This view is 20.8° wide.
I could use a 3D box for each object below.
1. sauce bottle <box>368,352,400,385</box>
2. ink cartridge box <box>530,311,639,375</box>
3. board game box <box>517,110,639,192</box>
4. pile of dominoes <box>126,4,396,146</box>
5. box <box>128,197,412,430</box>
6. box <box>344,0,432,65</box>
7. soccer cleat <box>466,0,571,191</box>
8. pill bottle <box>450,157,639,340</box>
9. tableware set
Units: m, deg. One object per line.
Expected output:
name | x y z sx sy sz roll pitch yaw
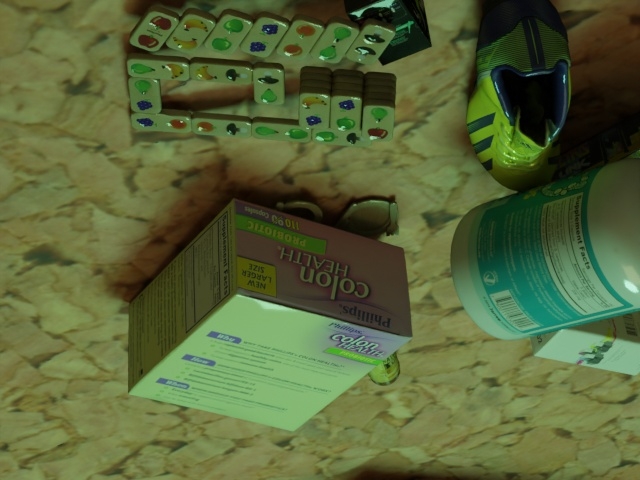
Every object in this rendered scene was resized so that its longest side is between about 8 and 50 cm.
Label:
sauce bottle | 0.063 0.123 2.034 0.042 0.042 0.128 -14 146 7
ink cartridge box | 0.289 0.081 1.975 0.181 0.104 0.061 13 138 -26
board game box | 0.314 -0.056 1.842 0.170 0.048 0.141 -28 138 25
pile of dominoes | -0.056 -0.136 1.598 0.251 0.040 0.196 4 150 1
box | -0.059 0.086 1.871 0.213 0.117 0.243 16 143 -28
box | 0.058 -0.210 1.563 0.052 0.062 0.083 -20 142 17
soccer cleat | 0.191 -0.116 1.667 0.093 0.121 0.289 -10 147 0
pill bottle | 0.266 0.006 1.707 0.146 0.146 0.264 25 150 -38
tableware set | 0.000 0.000 1.872 0.168 0.020 0.141 3 142 -16
